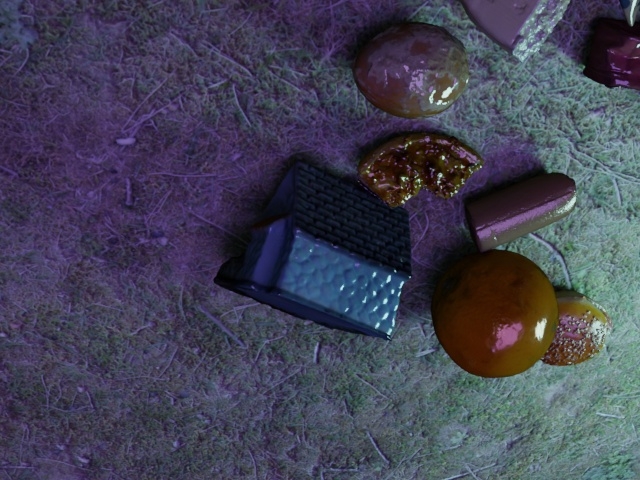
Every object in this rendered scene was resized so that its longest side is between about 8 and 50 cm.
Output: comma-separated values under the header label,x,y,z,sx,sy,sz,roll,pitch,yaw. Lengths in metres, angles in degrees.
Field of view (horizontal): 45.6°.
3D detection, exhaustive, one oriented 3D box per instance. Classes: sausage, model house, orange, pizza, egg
label,x,y,z,sx,sy,sz,roll,pitch,yaw
sausage,0.468,-0.072,1.780,0.253,0.123,0.123,-21,125,4
model house,0.000,0.000,1.675,0.360,0.297,0.339,23,80,-25
orange,0.414,0.173,1.828,0.312,0.312,0.312,-5,124,-8
pizza,0.224,-0.155,1.669,0.306,0.085,0.161,-8,97,-19
egg,0.179,-0.334,1.502,0.233,0.195,0.194,-8,125,-4

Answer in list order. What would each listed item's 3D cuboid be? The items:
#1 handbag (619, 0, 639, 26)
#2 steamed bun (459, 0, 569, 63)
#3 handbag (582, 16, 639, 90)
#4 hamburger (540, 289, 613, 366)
label,x,y,z,sx,sy,sz,roll,pitch,yaw
handbag,0.586,-0.540,1.419,0.190,0.251,0.193,-25,134,14
steamed bun,0.400,-0.481,1.458,0.225,0.200,0.170,-50,155,21
handbag,0.675,-0.381,1.599,0.225,0.146,0.135,4,117,-13
hamburger,0.648,0.230,2.006,0.237,0.147,0.236,-4,122,-6
